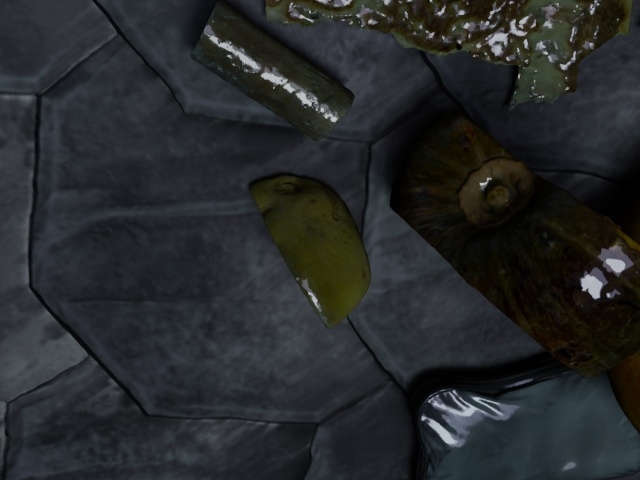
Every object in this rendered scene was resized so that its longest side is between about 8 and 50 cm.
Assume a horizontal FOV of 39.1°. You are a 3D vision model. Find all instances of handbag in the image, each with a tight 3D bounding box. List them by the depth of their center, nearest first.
[{"bbox_3d":[0.259,0.236,1.110,0.332,0.075,0.191,-10,115,-10],"label":"handbag"}]

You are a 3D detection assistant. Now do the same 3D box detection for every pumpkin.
[{"bbox_3d":[0.209,0.005,0.882,0.222,0.317,0.139,33,98,-40],"label":"pumpkin"}]

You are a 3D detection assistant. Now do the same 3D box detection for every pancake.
[{"bbox_3d":[0.136,-0.309,0.887,0.427,0.067,0.305,16,115,-16],"label":"pancake"}]

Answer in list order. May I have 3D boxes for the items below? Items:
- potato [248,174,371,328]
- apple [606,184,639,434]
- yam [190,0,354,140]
[{"bbox_3d":[0.000,0.000,0.943,0.081,0.120,0.149,-32,114,5],"label":"potato"},{"bbox_3d":[0.484,0.080,0.943,0.374,0.374,0.384,30,75,-19],"label":"apple"},{"bbox_3d":[-0.050,-0.168,0.899,0.169,0.068,0.068,33,103,-21],"label":"yam"}]
